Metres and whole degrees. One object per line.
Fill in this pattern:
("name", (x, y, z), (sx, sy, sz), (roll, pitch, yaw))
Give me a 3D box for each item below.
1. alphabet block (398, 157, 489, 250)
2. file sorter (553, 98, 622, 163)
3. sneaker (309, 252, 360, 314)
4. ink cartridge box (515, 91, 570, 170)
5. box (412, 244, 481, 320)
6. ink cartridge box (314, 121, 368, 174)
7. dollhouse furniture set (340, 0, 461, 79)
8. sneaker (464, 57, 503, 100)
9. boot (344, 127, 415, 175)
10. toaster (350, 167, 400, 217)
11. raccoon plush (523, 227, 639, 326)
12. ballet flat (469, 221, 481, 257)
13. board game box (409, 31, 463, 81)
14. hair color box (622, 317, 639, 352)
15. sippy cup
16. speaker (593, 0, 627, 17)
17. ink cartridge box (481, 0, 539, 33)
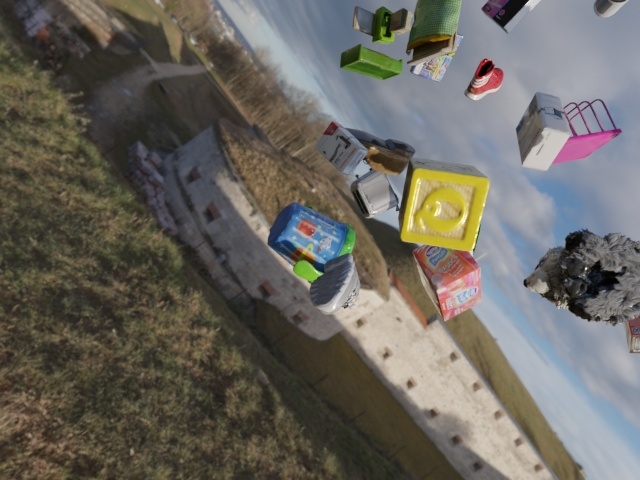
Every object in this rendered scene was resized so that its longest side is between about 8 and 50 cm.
("alphabet block", (0.312, -0.100, 1.253), (0.197, 0.192, 0.194), (-70, 166, -72))
("file sorter", (0.991, -0.439, 1.928), (0.202, 0.290, 0.182), (124, -49, -66))
("sneaker", (0.056, 0.116, 1.132), (0.115, 0.105, 0.281), (63, 18, -8))
("ink cartridge box", (0.651, -0.322, 1.413), (0.140, 0.082, 0.191), (103, -1, -49))
("box", (0.399, 0.116, 1.491), (0.154, 0.142, 0.300), (63, 4, 32))
("ink cartridge box", (0.063, -0.280, 1.459), (0.135, 0.099, 0.056), (47, 23, 22))
("dollhouse furniture set", (0.201, -0.553, 1.221), (0.151, 0.198, 0.301), (6, 1, -31))
("sneaker", (0.613, -0.596, 1.713), (0.087, 0.221, 0.128), (38, -32, 15))
("boot", (0.166, -0.301, 1.637), (0.305, 0.115, 0.112), (15, 35, -15))
("toaster", (0.230, -0.193, 2.045), (0.227, 0.146, 0.129), (64, -13, -5))
("raccoon plush", (0.754, 0.111, 1.195), (0.446, 0.216, 0.299), (11, -2, 18))
("ballet flat", (0.552, 0.016, 1.815), (0.083, 0.247, 0.087), (15, -15, 12))
("board game box", (0.469, -0.759, 1.947), (0.136, 0.201, 0.035), (12, 41, -16))
("hair color box", (0.899, 0.227, 1.371), (0.093, 0.053, 0.167), (62, 33, -40))
("sippy cup", (-0.043, -0.002, 1.565), (0.224, 0.240, 0.305), (33, -7, -20))
("speaker", (0.651, -0.540, 1.064), (0.055, 0.055, 0.136), (56, 22, 0))
("ink cartridge box", (0.885, -1.087, 2.040), (0.069, 0.371, 0.176), (18, 36, -47))
